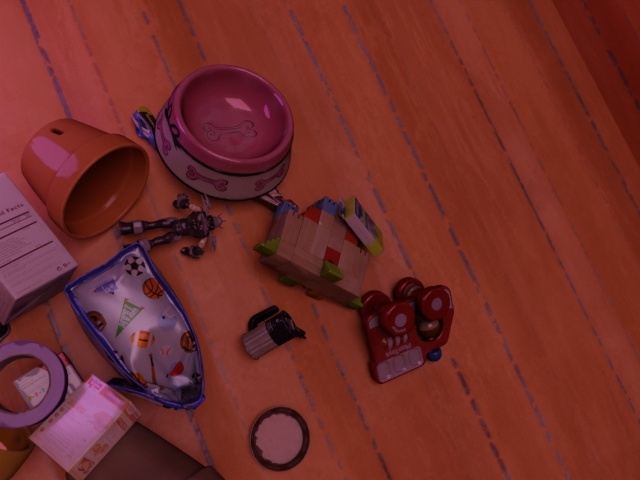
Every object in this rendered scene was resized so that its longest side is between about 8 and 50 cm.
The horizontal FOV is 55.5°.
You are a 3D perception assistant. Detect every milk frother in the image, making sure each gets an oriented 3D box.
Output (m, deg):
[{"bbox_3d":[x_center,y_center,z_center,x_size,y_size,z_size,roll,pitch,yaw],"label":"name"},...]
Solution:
[{"bbox_3d":[-0.124,0.268,1.693,0.135,0.129,0.143,-31,119,10],"label":"milk frother"}]

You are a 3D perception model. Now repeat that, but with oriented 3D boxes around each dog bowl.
[{"bbox_3d":[-0.257,-0.323,1.736,0.408,0.150,0.407,10,60,-18],"label":"dog bowl"}]

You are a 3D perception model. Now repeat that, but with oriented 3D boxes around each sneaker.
[{"bbox_3d":[-0.493,-0.312,1.752,0.144,0.059,0.053,62,33,-8],"label":"sneaker"},{"bbox_3d":[-0.142,-0.140,1.810,0.186,0.069,0.083,28,69,-11],"label":"sneaker"}]

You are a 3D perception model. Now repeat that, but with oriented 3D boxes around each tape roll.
[{"bbox_3d":[-0.668,0.321,1.361,0.189,0.080,0.188,5,73,-16],"label":"tape roll"}]

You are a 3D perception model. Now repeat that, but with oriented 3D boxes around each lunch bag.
[{"bbox_3d":[-0.422,0.243,1.469,0.239,0.328,0.385,-36,90,-19],"label":"lunch bag"}]

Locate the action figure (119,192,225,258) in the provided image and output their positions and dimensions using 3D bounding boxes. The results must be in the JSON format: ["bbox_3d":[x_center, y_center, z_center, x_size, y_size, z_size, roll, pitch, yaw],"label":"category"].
[{"bbox_3d":[-0.399,-0.034,1.670,0.285,0.099,0.185,-11,87,-16],"label":"action figure"}]

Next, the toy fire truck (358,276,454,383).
[{"bbox_3d":[0.263,0.261,1.802,0.302,0.169,0.253,-18,106,-21],"label":"toy fire truck"}]

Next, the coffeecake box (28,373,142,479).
[{"bbox_3d":[-0.519,0.411,1.351,0.142,0.068,0.185,23,57,29],"label":"coffeecake box"}]

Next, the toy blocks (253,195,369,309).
[{"bbox_3d":[0.000,0.000,1.751,0.381,0.191,0.260,29,59,-24],"label":"toy blocks"}]

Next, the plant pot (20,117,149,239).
[{"bbox_3d":[-0.617,-0.176,1.565,0.203,0.291,0.291,35,66,13],"label":"plant pot"}]

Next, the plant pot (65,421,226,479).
[{"bbox_3d":[-0.424,0.580,1.410,0.323,0.323,0.280,-40,74,-24],"label":"plant pot"}]

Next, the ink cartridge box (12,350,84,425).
[{"bbox_3d":[-0.628,0.380,1.470,0.128,0.127,0.176,-34,88,-24],"label":"ink cartridge box"}]

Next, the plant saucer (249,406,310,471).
[{"bbox_3d":[-0.112,0.538,1.653,0.169,0.029,0.168,5,73,-18],"label":"plant saucer"}]

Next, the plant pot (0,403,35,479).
[{"bbox_3d":[-0.809,0.488,1.329,0.254,0.254,0.239,36,81,-6],"label":"plant pot"}]

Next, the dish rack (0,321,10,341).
[{"bbox_3d":[-0.921,0.187,1.459,0.271,0.074,0.208,45,65,-1],"label":"dish rack"}]

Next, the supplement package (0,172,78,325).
[{"bbox_3d":[-0.767,0.021,1.473,0.293,0.177,0.175,51,46,1],"label":"supplement package"}]

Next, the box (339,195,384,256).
[{"bbox_3d":[0.121,-0.048,1.779,0.178,0.042,0.109,51,21,-26],"label":"box"}]
